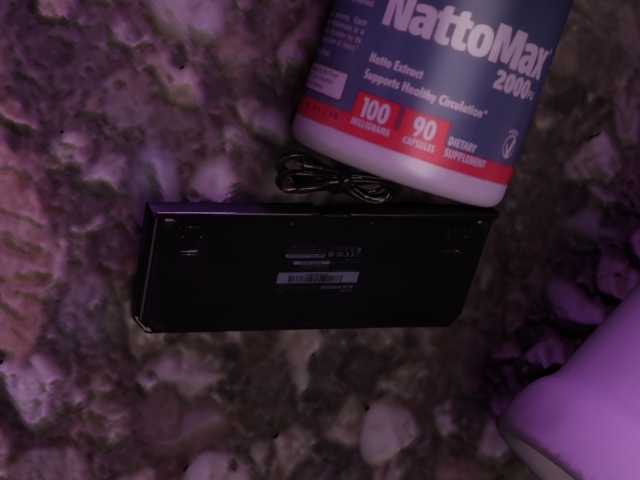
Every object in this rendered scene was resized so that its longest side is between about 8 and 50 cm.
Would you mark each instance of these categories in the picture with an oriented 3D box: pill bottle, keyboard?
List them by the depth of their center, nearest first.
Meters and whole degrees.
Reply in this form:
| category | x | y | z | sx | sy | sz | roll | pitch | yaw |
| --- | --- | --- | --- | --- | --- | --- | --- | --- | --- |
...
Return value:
| category | x | y | z | sx | sy | sz | roll | pitch | yaw |
| --- | --- | --- | --- | --- | --- | --- | --- | --- | --- |
| pill bottle | 0.063 | -0.116 | 0.602 | 0.108 | 0.108 | 0.180 | 15 | 99 | -22 |
| keyboard | 0.000 | 0.000 | 0.644 | 0.180 | 0.023 | 0.108 | -1 | 129 | -19 |

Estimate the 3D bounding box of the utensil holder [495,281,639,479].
| category | x | y | z | sx | sy | sz | roll | pitch | yaw |
| --- | --- | --- | --- | --- | --- | --- | --- | --- | --- |
| utensil holder | 0.334 | 0.059 | 0.624 | 0.385 | 0.327 | 0.327 | -47 | 113 | -3 |
